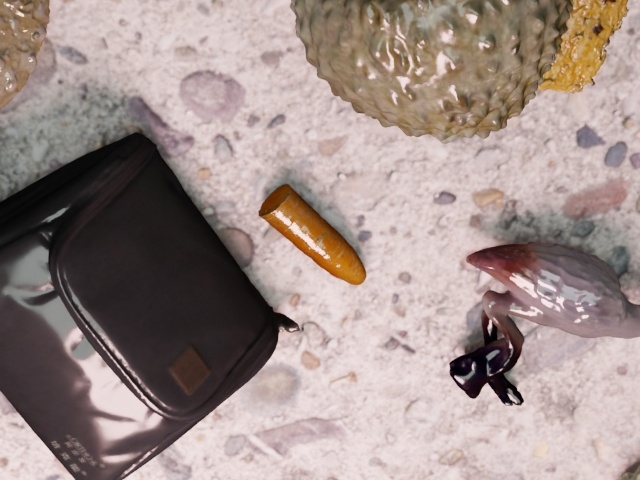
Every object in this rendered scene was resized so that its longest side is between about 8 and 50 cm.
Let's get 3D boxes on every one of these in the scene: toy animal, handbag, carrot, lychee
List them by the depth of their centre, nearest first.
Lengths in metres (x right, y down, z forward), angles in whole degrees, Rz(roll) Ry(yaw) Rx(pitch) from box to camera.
[{"bbox_3d":[0.102,-0.222,0.942,0.255,0.255,0.274,-37,139,9],"label":"lychee"},{"bbox_3d":[-0.200,0.074,1.045,0.275,0.178,0.301,-30,108,7],"label":"handbag"},{"bbox_3d":[0.000,0.000,1.102,0.139,0.048,0.048,41,102,-18],"label":"carrot"},{"bbox_3d":[0.286,0.066,1.122,0.324,0.090,0.195,-18,116,12],"label":"toy animal"}]

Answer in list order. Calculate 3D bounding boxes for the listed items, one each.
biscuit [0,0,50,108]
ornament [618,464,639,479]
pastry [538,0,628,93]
[{"bbox_3d":[-0.335,-0.178,0.970,0.250,0.032,0.133,-46,116,-22],"label":"biscuit"},{"bbox_3d":[0.471,0.294,1.198,0.285,0.120,0.130,-19,107,1],"label":"ornament"},{"bbox_3d":[0.256,-0.214,1.040,0.080,0.056,0.140,8,107,-19],"label":"pastry"}]
